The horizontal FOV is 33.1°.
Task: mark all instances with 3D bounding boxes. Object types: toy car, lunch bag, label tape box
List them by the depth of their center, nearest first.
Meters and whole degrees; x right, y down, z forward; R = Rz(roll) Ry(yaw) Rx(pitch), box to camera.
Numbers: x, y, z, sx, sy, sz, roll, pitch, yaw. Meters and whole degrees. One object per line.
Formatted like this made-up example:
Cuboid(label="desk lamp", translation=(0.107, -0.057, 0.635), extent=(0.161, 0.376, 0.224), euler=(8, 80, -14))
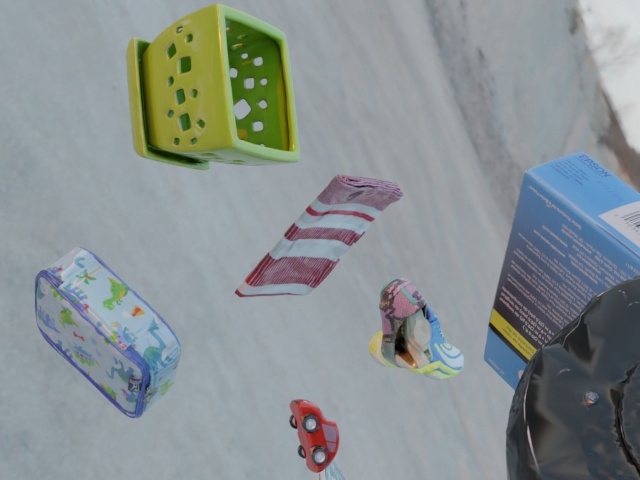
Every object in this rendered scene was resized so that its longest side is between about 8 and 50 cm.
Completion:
Cuboid(label="toy car", translation=(0.017, 0.346, 1.424), extent=(0.225, 0.053, 0.239), euler=(102, -34, -52))
Cuboid(label="label tape box", translation=(0.359, 0.095, 1.440), extent=(0.249, 0.115, 0.348), euler=(46, -35, 40))
Cuboid(label="lunch bag", translation=(-0.291, 0.130, 1.460), extent=(0.219, 0.090, 0.176), euler=(41, -34, 13))

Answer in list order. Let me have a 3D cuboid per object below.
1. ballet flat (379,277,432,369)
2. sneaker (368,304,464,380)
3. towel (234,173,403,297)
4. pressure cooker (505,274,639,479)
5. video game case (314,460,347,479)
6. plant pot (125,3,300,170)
Cuboid(label="ballet flat", translation=(0.129, 0.138, 1.557), extent=(0.079, 0.077, 0.221), euler=(48, -18, 31))
Cuboid(label="sneaker", translation=(0.206, 0.188, 2.008), extent=(0.240, 0.126, 0.091), euler=(10, 32, -43))
Cuboid(label="towel", translation=(0.000, 0.000, 2.133), extent=(0.237, 0.329, 0.037), euler=(3, 45, -56))
Cuboid(label="pressure cooker", translation=(0.354, 0.276, 0.958), extent=(0.375, 0.369, 0.420), euler=(-48, 146, -31))
Cuboid(label="video game case", translation=(0.045, 0.439, 1.703), extent=(0.190, 0.022, 0.173), euler=(58, 9, -19))
Cuboid(label="plant pot", translation=(-0.180, -0.228, 1.720), extent=(0.227, 0.207, 0.228), euler=(5, 78, -64))
